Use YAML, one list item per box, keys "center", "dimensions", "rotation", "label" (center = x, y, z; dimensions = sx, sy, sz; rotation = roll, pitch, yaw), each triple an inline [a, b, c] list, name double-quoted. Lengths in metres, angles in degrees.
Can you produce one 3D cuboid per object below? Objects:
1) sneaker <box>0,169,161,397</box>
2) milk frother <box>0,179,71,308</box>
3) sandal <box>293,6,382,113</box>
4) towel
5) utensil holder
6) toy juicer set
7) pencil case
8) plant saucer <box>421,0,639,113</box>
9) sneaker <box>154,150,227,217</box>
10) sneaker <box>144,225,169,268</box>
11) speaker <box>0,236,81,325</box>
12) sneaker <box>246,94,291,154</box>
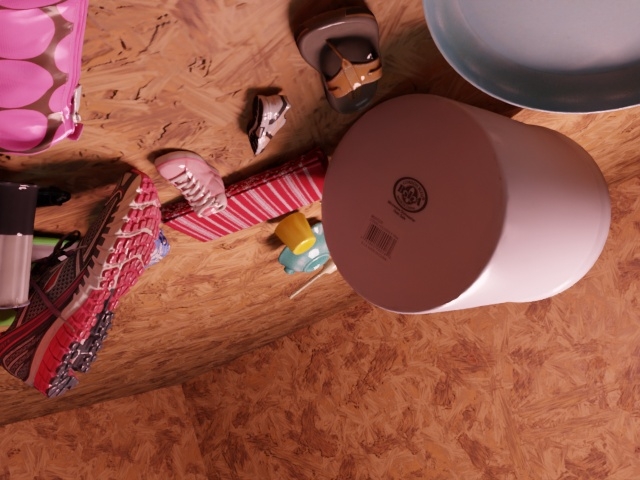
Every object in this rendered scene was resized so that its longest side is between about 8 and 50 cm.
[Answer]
- center: [-0.302, 0.040, 0.695]
  dimensions: [0.299, 0.112, 0.121]
  rotation: [-62, 174, -8]
  label: "sneaker"
- center: [-0.350, 0.000, 0.635]
  dimensions: [0.129, 0.135, 0.143]
  rotation: [8, -177, 40]
  label: "milk frother"
- center: [0.032, -0.188, 0.632]
  dimensions: [0.090, 0.060, 0.219]
  rotation: [-22, 165, 2]
  label: "sandal"
- center: [-0.106, -0.068, 0.932]
  dimensions: [0.274, 0.031, 0.199]
  rotation: [-20, 167, 5]
  label: "towel"
- center: [0.239, -0.052, 0.896]
  dimensions: [0.327, 0.328, 0.385]
  rotation: [-32, 159, 37]
  label: "utensil holder"
- center: [0.000, 0.000, 1.226]
  dimensions: [0.209, 0.089, 0.329]
  rotation: [-30, 159, -15]
  label: "toy juicer set"
- center: [-0.214, -0.146, 0.398]
  dimensions: [0.098, 0.095, 0.209]
  rotation: [24, 150, -16]
  label: "pencil case"
- center: [0.252, -0.243, 0.499]
  dimensions: [0.317, 0.044, 0.318]
  rotation: [10, 150, 6]
  label: "plant saucer"
- center: [-0.168, -0.072, 0.755]
  dimensions: [0.051, 0.070, 0.134]
  rotation: [-23, 164, 15]
  label: "sneaker"
- center: [-0.278, -0.004, 0.861]
  dimensions: [0.081, 0.080, 0.211]
  rotation: [-23, 176, -31]
  label: "sneaker"
- center: [-0.430, 0.056, 0.749]
  dimensions: [0.131, 0.131, 0.296]
  rotation: [-28, 163, 27]
  label: "speaker"
- center: [-0.065, -0.144, 0.699]
  dimensions: [0.043, 0.040, 0.109]
  rotation: [-17, 165, -23]
  label: "sneaker"
